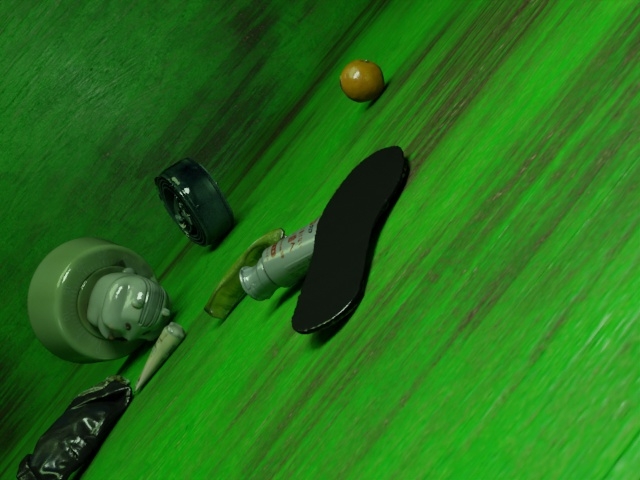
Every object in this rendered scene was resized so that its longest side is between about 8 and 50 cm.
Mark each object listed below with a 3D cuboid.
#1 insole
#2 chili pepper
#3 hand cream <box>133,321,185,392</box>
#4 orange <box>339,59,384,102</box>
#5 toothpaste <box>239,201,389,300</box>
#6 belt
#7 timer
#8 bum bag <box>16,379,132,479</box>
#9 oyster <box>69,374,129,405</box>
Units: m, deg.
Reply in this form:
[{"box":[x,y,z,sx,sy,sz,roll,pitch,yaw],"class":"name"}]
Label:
[{"box":[0.035,-0.013,0.979,0.119,0.009,0.348,-25,25,28],"class":"insole"},{"box":[-0.109,0.046,1.331,0.201,0.052,0.050,-45,-7,25],"class":"chili pepper"},{"box":[-0.297,0.210,1.573,0.143,0.039,0.061,-53,13,11],"class":"hand cream"},{"box":[0.077,-0.292,1.584,0.083,0.083,0.083,-48,12,14],"class":"orange"},{"box":[0.000,0.000,1.073,0.234,0.057,0.089,-33,20,26],"class":"toothpaste"},{"box":[-0.299,-0.089,2.074,0.116,0.206,0.267,-36,1,-18],"class":"belt"},{"box":[-0.441,0.140,1.878,0.315,0.291,0.290,2,50,50],"class":"timer"},{"box":[-0.444,0.361,1.520,0.137,0.074,0.310,-7,31,31],"class":"bum bag"},{"box":[-0.437,0.313,1.734,0.125,0.064,0.177,-37,-1,-8],"class":"oyster"}]
